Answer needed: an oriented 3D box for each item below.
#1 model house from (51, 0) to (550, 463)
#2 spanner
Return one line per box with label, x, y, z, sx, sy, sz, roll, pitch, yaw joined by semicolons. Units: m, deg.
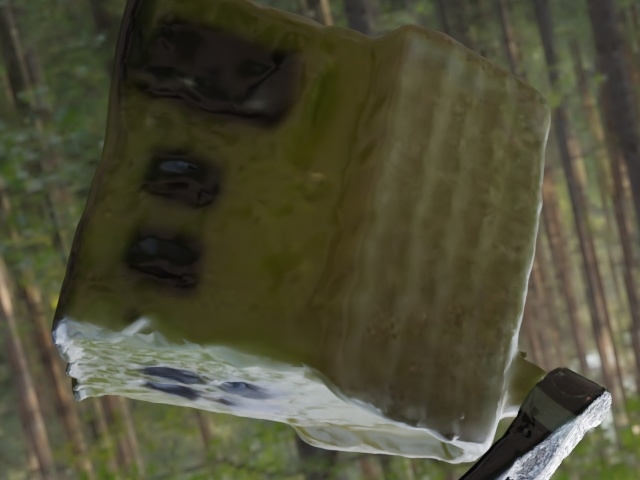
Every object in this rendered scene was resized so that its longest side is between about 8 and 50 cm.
model house;0.000;0.000;0.805;0.234;0.193;0.175;14;161;-6
spanner;0.012;0.140;0.639;0.024;0.087;0.315;38;-135;25
